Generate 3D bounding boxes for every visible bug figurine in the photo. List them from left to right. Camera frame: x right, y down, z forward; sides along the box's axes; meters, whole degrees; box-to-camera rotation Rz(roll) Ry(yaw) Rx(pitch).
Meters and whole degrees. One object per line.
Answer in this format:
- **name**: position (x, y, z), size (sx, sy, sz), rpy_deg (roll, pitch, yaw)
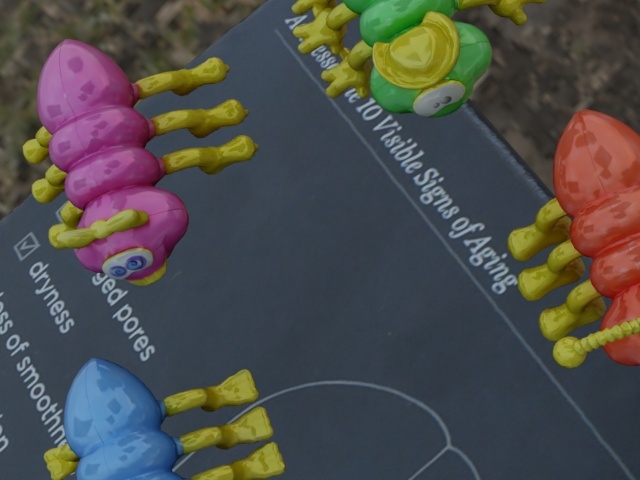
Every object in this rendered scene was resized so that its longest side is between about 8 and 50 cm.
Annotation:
- **bug figurine**: position (0.000, 0.000, 0.672), size (0.279, 0.072, 0.216), rpy_deg (-28, 75, 14)

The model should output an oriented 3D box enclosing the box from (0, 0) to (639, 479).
- **box**: position (-0.013, 0.190, 0.998), size (0.472, 0.297, 0.480), rpy_deg (-40, 44, 5)
